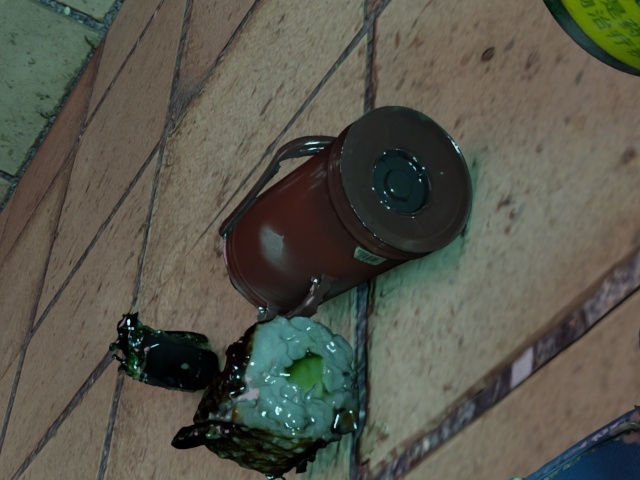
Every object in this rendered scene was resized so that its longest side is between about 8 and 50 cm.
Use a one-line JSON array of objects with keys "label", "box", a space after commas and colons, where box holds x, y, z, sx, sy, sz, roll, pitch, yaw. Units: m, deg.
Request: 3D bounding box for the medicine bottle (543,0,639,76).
[{"label": "medicine bottle", "box": [0.200, -0.142, 0.420, 0.293, 0.141, 0.141, -3, 65, 67]}]

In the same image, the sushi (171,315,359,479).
[{"label": "sushi", "box": [-0.032, 0.099, 0.791, 0.084, 0.098, 0.094, -40, 35, 52]}]

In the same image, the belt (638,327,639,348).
[{"label": "belt", "box": [0.181, 0.017, 0.378, 0.190, 0.082, 0.141, -61, 30, 15]}]

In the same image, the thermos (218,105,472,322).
[{"label": "thermos", "box": [-0.003, -0.001, 0.828, 0.232, 0.099, 0.124, -32, 41, 55]}]

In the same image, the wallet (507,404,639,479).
[{"label": "wallet", "box": [0.074, 0.163, 0.476, 0.202, 0.059, 0.141, -42, 29, 30]}]

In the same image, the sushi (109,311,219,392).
[{"label": "sushi", "box": [-0.138, 0.102, 1.071, 0.056, 0.085, 0.083, -67, 22, 1]}]
